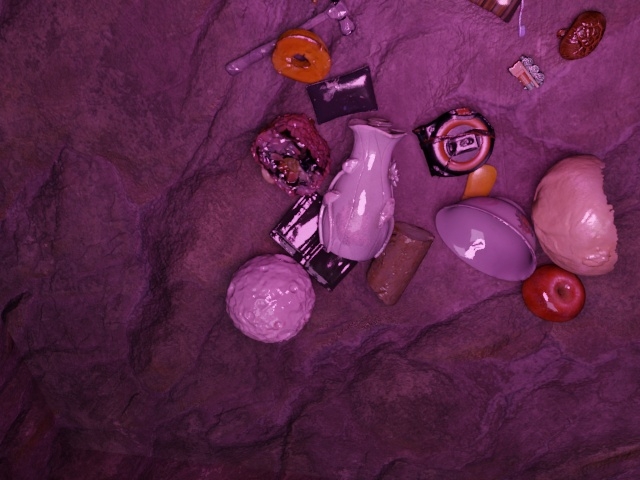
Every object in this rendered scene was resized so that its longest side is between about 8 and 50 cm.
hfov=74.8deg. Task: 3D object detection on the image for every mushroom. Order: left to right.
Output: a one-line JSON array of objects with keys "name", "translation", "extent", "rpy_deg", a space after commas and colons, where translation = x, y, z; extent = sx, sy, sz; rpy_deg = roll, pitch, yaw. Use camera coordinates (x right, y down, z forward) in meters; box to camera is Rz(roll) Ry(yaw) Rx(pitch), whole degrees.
[{"name": "mushroom", "translation": [0.703, -0.548, 1.125], "extent": [0.109, 0.085, 0.126], "rpy_deg": [18, 125, 0]}]

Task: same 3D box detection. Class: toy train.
[{"name": "toy train", "translation": [0.597, -0.480, 1.209], "extent": [0.103, 0.044, 0.064], "rpy_deg": [44, 120, -11]}]

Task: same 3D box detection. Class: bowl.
[{"name": "bowl", "translation": [0.562, -0.039, 1.358], "extent": [0.157, 0.346, 0.345], "rpy_deg": [-47, 106, -17]}]

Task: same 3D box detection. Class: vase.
[{"name": "vase", "translation": [0.138, -0.166, 1.354], "extent": [0.250, 0.250, 0.444], "rpy_deg": [14, 113, 4]}]

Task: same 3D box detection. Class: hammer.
[{"name": "hammer", "translation": [-0.110, -0.597, 1.266], "extent": [0.427, 0.044, 0.152], "rpy_deg": [-19, 143, 27]}]

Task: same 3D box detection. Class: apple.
[{"name": "apple", "translation": [0.797, 0.183, 1.445], "extent": [0.201, 0.201, 0.162], "rpy_deg": [15, 164, 3]}]

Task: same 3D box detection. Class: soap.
[{"name": "soap", "translation": [0.527, -0.173, 1.394], "extent": [0.089, 0.033, 0.168], "rpy_deg": [10, 121, 6]}]

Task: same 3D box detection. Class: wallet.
[{"name": "wallet", "translation": [0.000, 0.000, 1.532], "extent": [0.323, 0.041, 0.247], "rpy_deg": [42, 92, -6]}]

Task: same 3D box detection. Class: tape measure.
[{"name": "tape measure", "translation": [0.418, -0.299, 1.289], "extent": [0.223, 0.135, 0.202], "rpy_deg": [-20, 104, 15]}]

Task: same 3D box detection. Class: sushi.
[{"name": "sushi", "translation": [-0.098, -0.268, 1.387], "extent": [0.237, 0.170, 0.270], "rpy_deg": [-25, 116, 22]}]

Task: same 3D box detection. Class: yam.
[{"name": "yam", "translation": [0.273, 0.080, 1.509], "extent": [0.168, 0.168, 0.304], "rpy_deg": [23, 120, -2]}]

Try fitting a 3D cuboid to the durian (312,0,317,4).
[{"name": "durian", "translation": [-0.015, -0.762, 1.135], "extent": [0.119, 0.108, 0.186], "rpy_deg": [35, 119, -9]}]

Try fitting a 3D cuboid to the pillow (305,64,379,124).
[{"name": "pillow", "translation": [0.068, -0.452, 1.319], "extent": [0.209, 0.055, 0.141], "rpy_deg": [-10, 122, 16]}]

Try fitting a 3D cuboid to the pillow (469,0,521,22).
[{"name": "pillow", "translation": [0.468, -0.720, 1.094], "extent": [0.212, 0.052, 0.208], "rpy_deg": [30, 121, 1]}]

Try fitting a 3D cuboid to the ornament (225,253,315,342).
[{"name": "ornament", "translation": [-0.184, 0.203, 1.572], "extent": [0.338, 0.337, 0.336], "rpy_deg": [5, 119, 9]}]

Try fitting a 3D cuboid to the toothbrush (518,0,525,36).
[{"name": "toothbrush", "translation": [0.550, -0.658, 1.136], "extent": [0.019, 0.013, 0.193], "rpy_deg": [-7, 117, 8]}]

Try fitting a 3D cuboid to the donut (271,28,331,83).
[{"name": "donut", "translation": [-0.054, -0.551, 1.247], "extent": [0.179, 0.065, 0.162], "rpy_deg": [17, 150, -26]}]

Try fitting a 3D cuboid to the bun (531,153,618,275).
[{"name": "bun", "translation": [0.742, -0.068, 1.248], "extent": [0.202, 0.364, 0.364], "rpy_deg": [-10, 116, 29]}]
